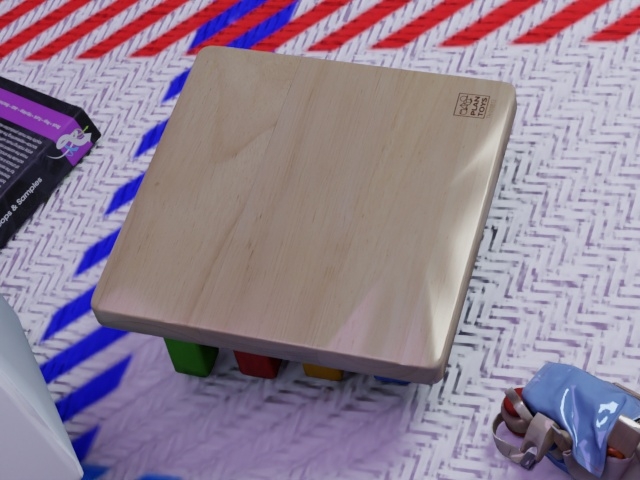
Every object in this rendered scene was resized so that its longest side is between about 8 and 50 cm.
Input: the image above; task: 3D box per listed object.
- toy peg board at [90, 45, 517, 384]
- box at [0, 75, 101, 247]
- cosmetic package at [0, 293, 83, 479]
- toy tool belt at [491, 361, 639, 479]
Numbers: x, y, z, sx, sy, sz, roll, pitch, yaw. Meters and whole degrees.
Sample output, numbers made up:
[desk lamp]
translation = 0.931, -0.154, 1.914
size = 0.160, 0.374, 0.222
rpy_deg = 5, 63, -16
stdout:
[toy peg board]
translation = 0.000, 0.000, 0.723
size = 0.161, 0.079, 0.161
rpy_deg = 9, 57, 16
[box]
translation = -0.218, -0.026, 0.884
size = 0.116, 0.029, 0.162
rpy_deg = 24, 65, 41
[cosmetic package]
translation = -0.290, 0.147, 0.649
size = 0.377, 0.097, 0.284
rpy_deg = -39, 19, -6
[toy tool belt]
translation = 0.101, 0.071, 0.609
size = 0.083, 0.051, 0.052
rpy_deg = 26, 68, 42
